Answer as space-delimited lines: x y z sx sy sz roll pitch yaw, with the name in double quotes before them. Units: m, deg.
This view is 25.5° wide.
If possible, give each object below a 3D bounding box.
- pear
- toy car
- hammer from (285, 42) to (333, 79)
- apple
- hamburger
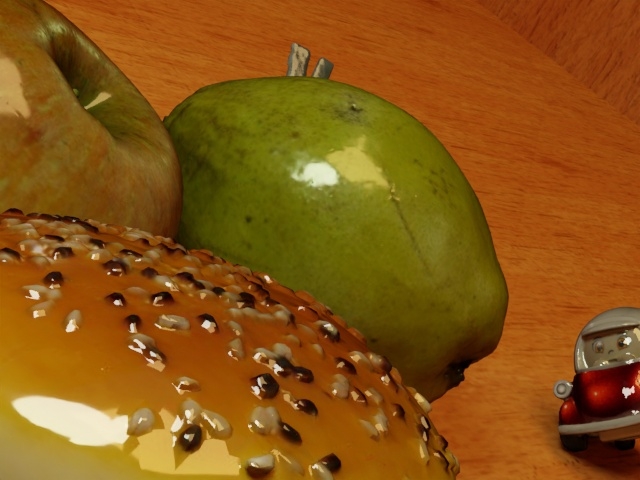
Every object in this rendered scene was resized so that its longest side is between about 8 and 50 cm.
"pear" 0.000 0.000 0.944 0.269 0.212 0.212 40 21 5
"toy car" 0.252 0.110 1.144 0.139 0.112 0.112 17 62 -59
"hammer" -0.055 -0.101 1.221 0.041 0.158 0.226 27 8 -16
"apple" -0.199 -0.028 0.775 0.237 0.207 0.237 47 17 -19
"hamburger" -0.088 0.084 0.570 0.300 0.176 0.300 15 4 -1
